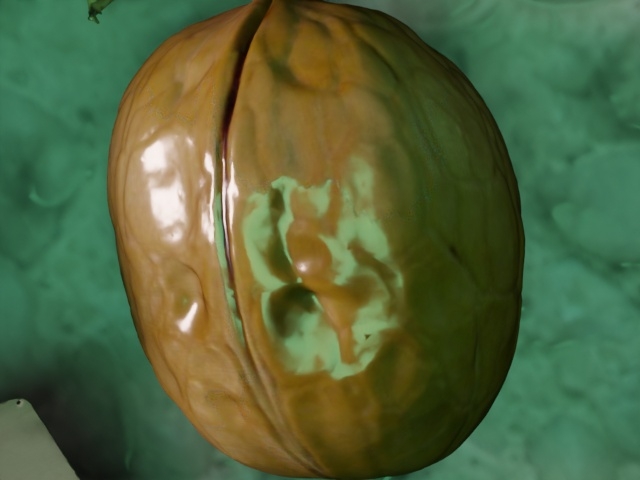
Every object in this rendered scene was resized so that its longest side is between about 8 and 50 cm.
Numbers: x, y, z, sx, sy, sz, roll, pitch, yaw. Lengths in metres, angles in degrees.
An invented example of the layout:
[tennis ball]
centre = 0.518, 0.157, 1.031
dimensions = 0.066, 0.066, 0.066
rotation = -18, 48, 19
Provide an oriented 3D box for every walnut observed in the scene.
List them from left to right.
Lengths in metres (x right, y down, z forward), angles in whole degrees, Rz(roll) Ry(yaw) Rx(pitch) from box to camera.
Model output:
[walnut]
centre = 0.000, 0.000, 0.587
dimensions = 0.167, 0.167, 0.207
rotation = -12, 104, 3

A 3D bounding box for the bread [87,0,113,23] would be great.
[bread]
centre = -0.072, -0.187, 0.567
dimensions = 0.134, 0.085, 0.173
rotation = -26, 106, -2

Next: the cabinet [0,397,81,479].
[cabinet]
centre = -0.154, 0.205, 0.592
dimensions = 0.150, 0.145, 0.206
rotation = -20, 136, -27
